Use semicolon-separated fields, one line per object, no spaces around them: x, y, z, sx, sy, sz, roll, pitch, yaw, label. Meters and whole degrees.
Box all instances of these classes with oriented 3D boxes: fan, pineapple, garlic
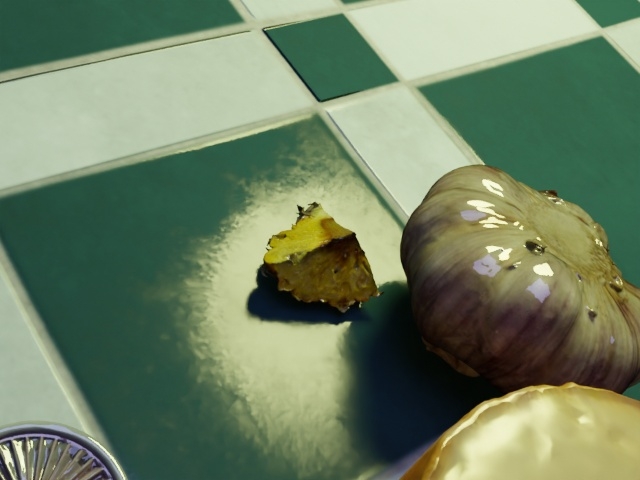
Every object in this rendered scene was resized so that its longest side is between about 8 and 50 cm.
-0.166;0.231;0.539;0.130;0.074;0.244;-10;59;-28;fan
0.000;0.000;0.790;0.114;0.077;0.114;7;38;-22;pineapple
0.173;0.052;0.766;0.245;0.160;0.245;23;29;-14;garlic

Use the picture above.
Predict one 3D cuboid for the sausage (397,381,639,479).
0.104;0.240;0.496;0.233;0.287;0.233;10;52;-13;sausage
